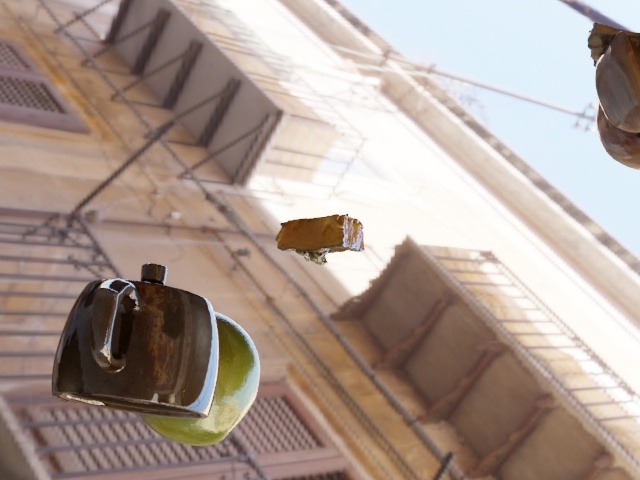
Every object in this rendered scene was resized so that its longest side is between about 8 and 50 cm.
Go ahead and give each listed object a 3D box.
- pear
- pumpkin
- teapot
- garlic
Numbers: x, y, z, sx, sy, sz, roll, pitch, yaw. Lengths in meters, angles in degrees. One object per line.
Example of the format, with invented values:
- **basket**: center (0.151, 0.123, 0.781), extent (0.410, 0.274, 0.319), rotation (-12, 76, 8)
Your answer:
- **pear**: center (-0.183, 0.163, 1.430), extent (0.216, 0.166, 0.180), rotation (39, -52, -3)
- **pumpkin**: center (0.000, 0.000, 1.183), extent (0.083, 0.074, 0.054), rotation (-3, -95, 24)
- **teapot**: center (-0.085, 0.043, 0.512), extent (0.076, 0.121, 0.068), rotation (5, -105, 9)
- **garlic**: center (0.432, -0.176, 1.318), extent (0.214, 0.160, 0.191), rotation (-13, -119, -4)
